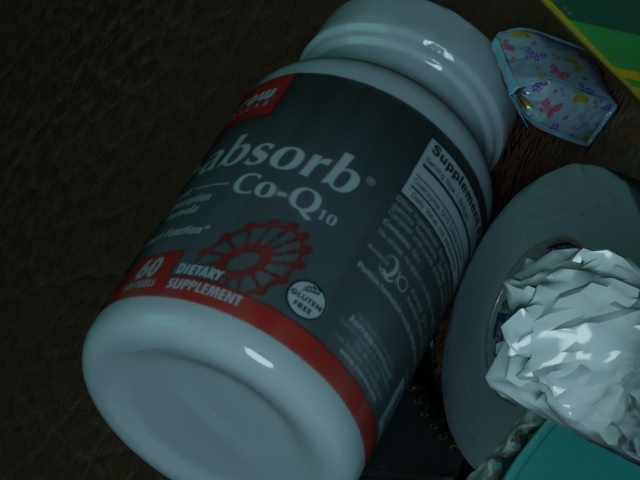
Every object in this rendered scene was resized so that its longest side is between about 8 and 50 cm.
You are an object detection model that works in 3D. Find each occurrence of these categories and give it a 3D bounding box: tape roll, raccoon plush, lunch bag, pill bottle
[{"bbox_3d":[0.171,0.062,1.184,0.219,0.072,0.219,-41,39,46],"label":"tape roll"},{"bbox_3d":[0.317,0.013,0.582,0.299,0.446,0.216,-63,4,-4],"label":"raccoon plush"},{"bbox_3d":[0.163,-0.114,1.299,0.053,0.083,0.071,-54,32,29],"label":"lunch bag"},{"bbox_3d":[0.000,0.000,1.290,0.210,0.210,0.363,-33,21,51],"label":"pill bottle"}]

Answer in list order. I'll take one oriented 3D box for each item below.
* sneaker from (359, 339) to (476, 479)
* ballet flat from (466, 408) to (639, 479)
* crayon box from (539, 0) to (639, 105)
[{"bbox_3d":[0.081,0.138,1.321,0.118,0.083,0.222,-15,48,35],"label":"sneaker"},{"bbox_3d":[0.190,0.103,0.902,0.409,0.147,0.147,-38,7,-35],"label":"ballet flat"},{"bbox_3d":[0.187,-0.138,1.048,0.083,0.323,0.203,-43,33,10],"label":"crayon box"}]
